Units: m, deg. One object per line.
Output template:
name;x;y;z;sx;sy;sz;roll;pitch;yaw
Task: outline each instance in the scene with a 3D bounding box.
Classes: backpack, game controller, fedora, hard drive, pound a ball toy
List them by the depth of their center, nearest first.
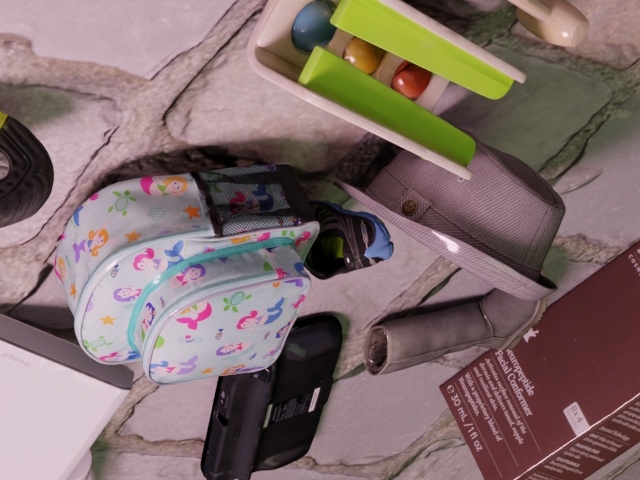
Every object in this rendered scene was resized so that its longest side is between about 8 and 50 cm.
pound a ball toy;0.096;-0.200;1.718;0.319;0.136;0.208;20;101;-48
backpack;-0.143;0.036;1.825;0.254;0.191;0.225;-2;142;-24
fedora;0.158;-0.047;1.882;0.244;0.275;0.124;24;99;-39
hard drive;-0.367;0.212;1.974;0.203;0.040;0.307;24;129;-17
game controller;-0.063;0.209;2.245;0.166;0.067;0.319;-25;151;-28

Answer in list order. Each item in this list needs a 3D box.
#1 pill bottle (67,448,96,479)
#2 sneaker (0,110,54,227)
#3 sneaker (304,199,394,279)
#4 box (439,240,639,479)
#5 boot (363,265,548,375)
pill bottle;-0.333;0.313;2.152;0.108;0.108;0.180;-8;144;-25
sneaker;-0.436;-0.029;1.599;0.385;0.145;0.147;-13;166;-14
sneaker;0.000;0.000;1.894;0.078;0.188;0.067;-27;110;-29
box;0.368;0.183;2.362;0.381;0.191;0.143;-38;145;19
boot;0.171;0.098;2.233;0.209;0.076;0.189;-2;139;-21
